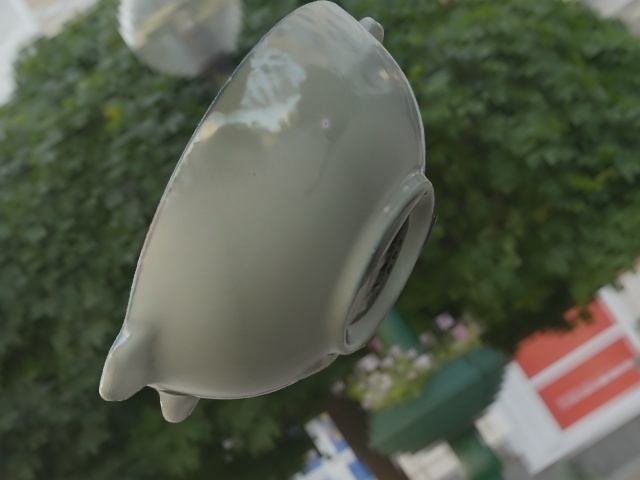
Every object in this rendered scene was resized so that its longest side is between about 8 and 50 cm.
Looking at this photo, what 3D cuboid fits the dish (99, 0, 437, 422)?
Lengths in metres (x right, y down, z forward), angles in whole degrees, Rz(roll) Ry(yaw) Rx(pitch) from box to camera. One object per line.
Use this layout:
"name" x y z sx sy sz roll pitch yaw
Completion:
"dish" 0.000 0.000 0.942 0.236 0.086 0.228 -60 -15 -8
